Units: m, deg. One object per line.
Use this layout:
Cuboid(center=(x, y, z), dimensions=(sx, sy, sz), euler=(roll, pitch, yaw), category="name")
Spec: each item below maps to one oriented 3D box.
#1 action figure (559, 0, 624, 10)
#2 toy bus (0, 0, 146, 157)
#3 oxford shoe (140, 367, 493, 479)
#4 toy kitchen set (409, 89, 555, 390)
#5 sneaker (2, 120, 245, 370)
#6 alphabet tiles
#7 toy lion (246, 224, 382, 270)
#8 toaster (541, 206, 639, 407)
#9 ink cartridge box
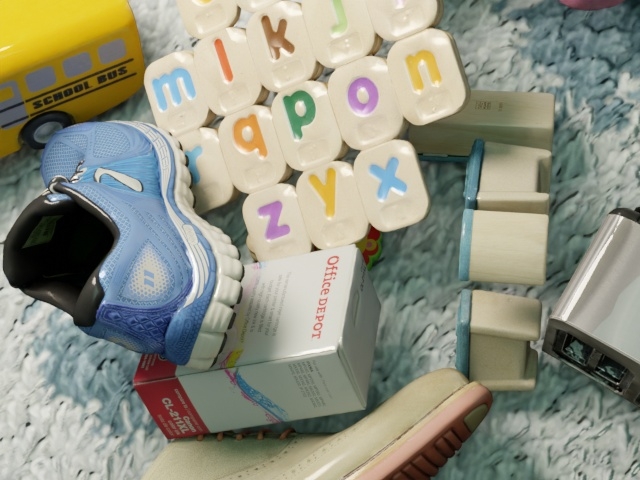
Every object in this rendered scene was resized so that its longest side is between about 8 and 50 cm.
Cuboid(center=(0.168, -0.308, 0.983), dimensions=(0.370, 0.275, 0.248), euler=(20, 119, 41), category="action figure")
Cuboid(center=(-0.326, -0.132, 1.088), dimensions=(0.332, 0.130, 0.108), euler=(-24, 63, -13), category="toy bus")
Cuboid(center=(-0.052, 0.194, 0.988), dimensions=(0.397, 0.140, 0.146), euler=(-31, 66, -1), category="oxford shoe")
Cuboid(center=(0.129, -0.003, 1.044), dimensions=(0.122, 0.166, 0.207), euler=(4, 41, 10), category="toy kitchen set")
Cuboid(center=(-0.179, -0.020, 0.989), dimensions=(0.330, 0.147, 0.130), euler=(46, 118, 55), category="sneaker")
Cuboid(center=(-0.018, -0.127, 1.023), dimensions=(0.284, 0.021, 0.278), euler=(-20, 87, 30), category="alphabet tiles")
Cuboid(center=(0.000, 0.000, 1.081), dimensions=(0.100, 0.034, 0.096), euler=(37, 78, 16), category="toy lion")
Cuboid(center=(0.268, 0.068, 0.939), dimensions=(0.168, 0.186, 0.110), euler=(30, 79, 14), category="toaster")
Cuboid(center=(-0.047, 0.082, 0.998), dimensions=(0.175, 0.072, 0.127), euler=(-11, 36, 18), category="ink cartridge box")
